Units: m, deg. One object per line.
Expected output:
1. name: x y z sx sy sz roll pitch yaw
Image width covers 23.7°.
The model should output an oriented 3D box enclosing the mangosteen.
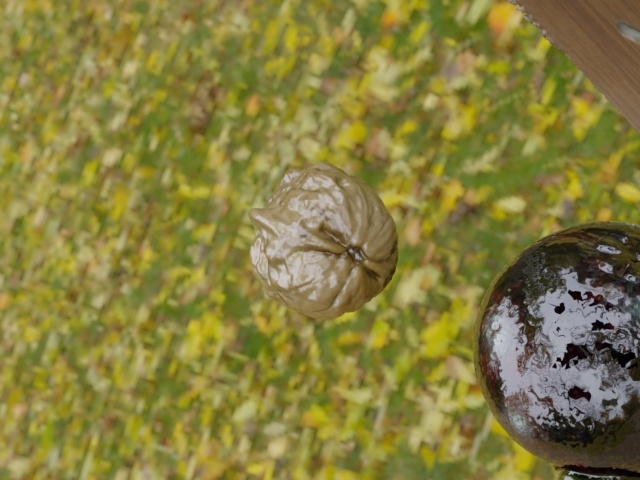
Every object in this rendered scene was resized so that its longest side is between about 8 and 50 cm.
1. mangosteen: 0.219 0.094 1.150 0.216 0.216 0.216 -38 41 43

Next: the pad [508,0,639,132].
1. pad: 0.204 -0.083 0.546 0.018 0.286 0.284 -54 15 -28

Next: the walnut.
1. walnut: 0.000 0.000 0.804 0.079 0.082 0.096 -66 23 3
